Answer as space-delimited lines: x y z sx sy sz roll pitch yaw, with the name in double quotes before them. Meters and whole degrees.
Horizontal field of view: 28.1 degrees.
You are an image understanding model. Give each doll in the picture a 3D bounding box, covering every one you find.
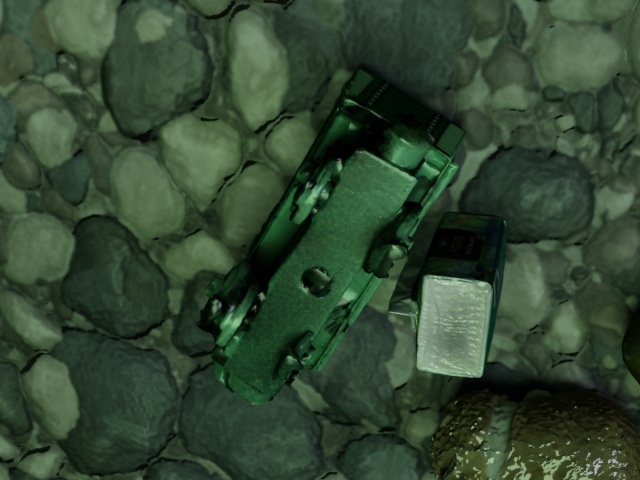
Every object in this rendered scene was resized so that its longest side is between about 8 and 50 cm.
"doll" 0.199 0.175 1.033 0.221 0.115 0.105 0 107 5

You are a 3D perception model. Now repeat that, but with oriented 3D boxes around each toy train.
"toy train" 0.000 0.000 0.954 0.115 0.154 0.269 29 120 -4

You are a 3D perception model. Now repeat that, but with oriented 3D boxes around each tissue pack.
"tissue pack" 0.097 0.038 0.976 0.079 0.111 0.085 7 118 10

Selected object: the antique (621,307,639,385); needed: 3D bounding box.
"antique" 0.334 0.122 0.985 0.221 0.081 0.080 32 117 -4
